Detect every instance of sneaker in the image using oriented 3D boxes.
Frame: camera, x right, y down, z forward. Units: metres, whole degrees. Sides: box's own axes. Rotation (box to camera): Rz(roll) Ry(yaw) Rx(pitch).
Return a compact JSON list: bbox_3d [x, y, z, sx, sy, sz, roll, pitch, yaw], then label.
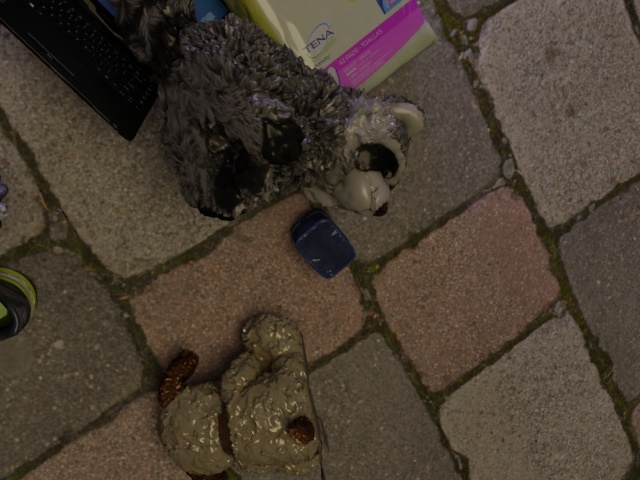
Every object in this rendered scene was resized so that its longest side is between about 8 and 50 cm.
[{"bbox_3d":[-0.500,0.076,1.012,0.300,0.121,0.111,0,97,-23],"label":"sneaker"}]

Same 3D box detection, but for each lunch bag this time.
[{"bbox_3d":[0.000,0.000,1.243,0.067,0.065,0.098,-38,112,3],"label":"lunch bag"}]

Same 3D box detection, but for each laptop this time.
[{"bbox_3d":[-0.253,-0.298,1.052,0.136,0.264,0.234,-35,114,25],"label":"laptop"}]

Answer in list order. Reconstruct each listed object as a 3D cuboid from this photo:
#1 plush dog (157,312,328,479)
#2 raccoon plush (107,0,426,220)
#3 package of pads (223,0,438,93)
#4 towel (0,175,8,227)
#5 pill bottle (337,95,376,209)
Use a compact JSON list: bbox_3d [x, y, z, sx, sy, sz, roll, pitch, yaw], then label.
[{"bbox_3d":[-0.119,0.260,1.180,0.225,0.210,0.262,-12,104,3],"label":"plush dog"},{"bbox_3d":[-0.048,-0.222,1.047,0.299,0.216,0.446,-21,91,-42],"label":"raccoon plush"},{"bbox_3d":[-0.002,-0.339,1.169,0.229,0.101,0.296,-40,110,-16],"label":"package of pads"},{"bbox_3d":[-0.476,-0.042,0.918,0.235,0.283,0.121,16,92,-23],"label":"towel"},{"bbox_3d":[0.053,-0.131,1.232,0.087,0.087,0.160,33,85,-23],"label":"pill bottle"}]
